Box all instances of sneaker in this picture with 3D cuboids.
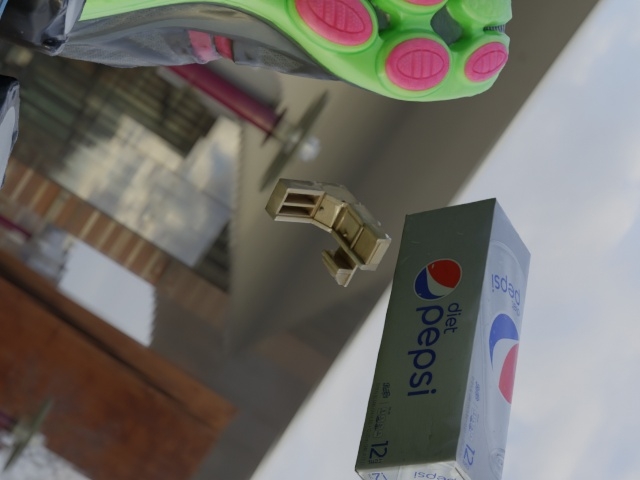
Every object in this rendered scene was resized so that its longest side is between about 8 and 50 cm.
[{"bbox_3d":[-0.077,-0.210,1.159,0.202,0.483,0.185,-170,-90,-70],"label":"sneaker"}]

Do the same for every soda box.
[{"bbox_3d":[0.115,0.102,1.382,0.098,0.091,0.286,-11,-134,27],"label":"soda box"}]

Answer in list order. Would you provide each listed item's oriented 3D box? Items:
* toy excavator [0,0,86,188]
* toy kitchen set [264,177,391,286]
[{"bbox_3d":[-0.233,-0.125,0.609,0.445,0.222,0.433,114,-7,-63],"label":"toy excavator"},{"bbox_3d":[0.000,0.000,1.335,0.083,0.075,0.068,50,-57,39],"label":"toy kitchen set"}]
